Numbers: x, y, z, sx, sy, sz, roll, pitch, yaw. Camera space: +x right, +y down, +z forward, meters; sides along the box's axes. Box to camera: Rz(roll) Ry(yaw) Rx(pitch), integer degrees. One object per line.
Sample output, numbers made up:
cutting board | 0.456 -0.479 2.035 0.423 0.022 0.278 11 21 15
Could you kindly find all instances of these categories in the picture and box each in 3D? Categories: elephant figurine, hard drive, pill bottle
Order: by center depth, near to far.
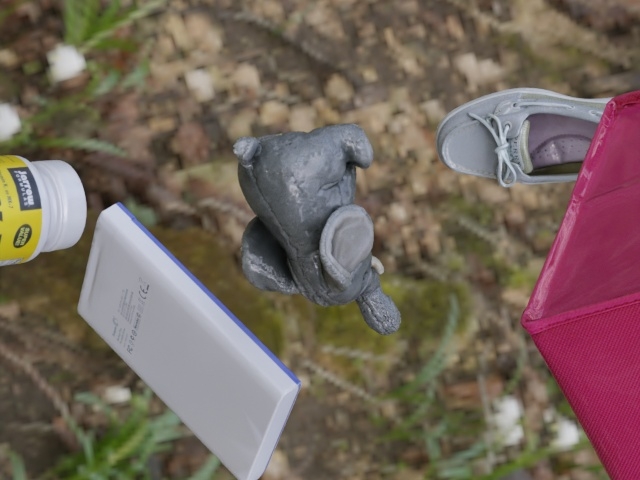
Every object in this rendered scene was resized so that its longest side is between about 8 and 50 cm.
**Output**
pill bottle | -0.364 -0.029 1.807 0.208 0.119 0.119 -9 85 -41
elephant figurine | 0.000 0.000 1.844 0.169 0.186 0.240 171 -91 -77
hard drive | -0.165 0.127 2.045 0.318 0.210 0.040 44 52 18

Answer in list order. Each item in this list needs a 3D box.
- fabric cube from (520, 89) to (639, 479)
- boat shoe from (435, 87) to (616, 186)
fabric cube | 0.299 0.046 0.934 0.258 0.254 0.259 58 34 -20
boat shoe | 0.302 -0.127 2.180 0.103 0.320 0.118 -55 145 -66
